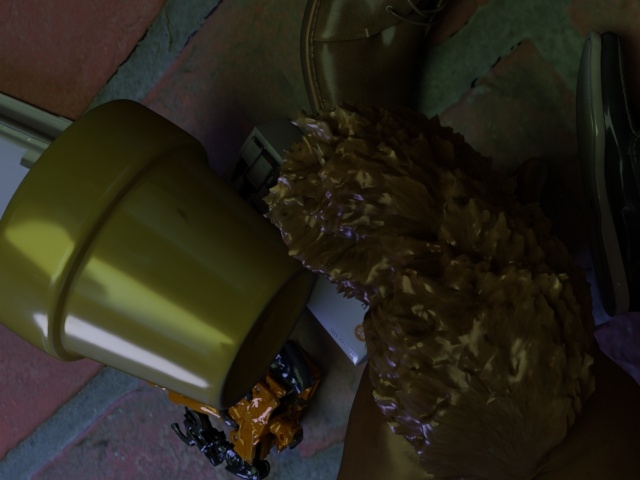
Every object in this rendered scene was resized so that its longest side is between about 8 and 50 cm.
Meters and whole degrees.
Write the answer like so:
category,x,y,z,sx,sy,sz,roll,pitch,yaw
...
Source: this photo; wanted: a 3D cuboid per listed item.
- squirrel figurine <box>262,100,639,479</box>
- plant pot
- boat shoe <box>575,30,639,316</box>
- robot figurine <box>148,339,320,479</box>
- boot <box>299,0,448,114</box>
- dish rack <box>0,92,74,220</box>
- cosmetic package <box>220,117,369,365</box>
category,x,y,z,sx,sy,sz,roll,pitch,yaw
squirrel figurine,0.116,0.051,0.975,0.281,0.370,0.397,-9,136,10
plant pot,-0.145,0.030,1.195,0.239,0.254,0.254,30,122,13
boat shoe,0.253,-0.058,1.028,0.079,0.084,0.233,-9,91,2
robot figurine,-0.115,0.118,1.360,0.291,0.085,0.211,41,125,23
boot,0.060,-0.202,1.095,0.115,0.112,0.305,18,112,44
dish rack,-0.401,-0.034,1.557,0.333,0.072,0.285,23,118,33
cosmetic package,0.000,0.000,1.246,0.239,0.060,0.099,50,129,16
